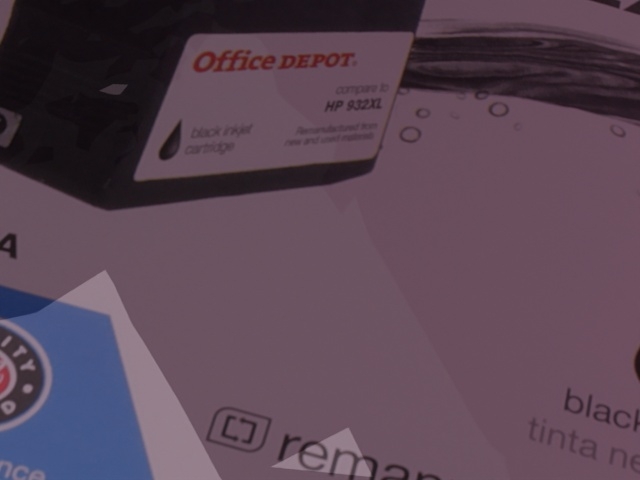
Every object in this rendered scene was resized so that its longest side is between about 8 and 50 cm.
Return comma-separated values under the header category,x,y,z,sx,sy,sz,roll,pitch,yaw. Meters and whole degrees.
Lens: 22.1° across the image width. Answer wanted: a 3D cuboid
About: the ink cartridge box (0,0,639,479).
category,x,y,z,sx,sy,sz,roll,pitch,yaw
ink cartridge box,0.000,0.000,0.449,0.223,0.129,0.307,15,52,3
